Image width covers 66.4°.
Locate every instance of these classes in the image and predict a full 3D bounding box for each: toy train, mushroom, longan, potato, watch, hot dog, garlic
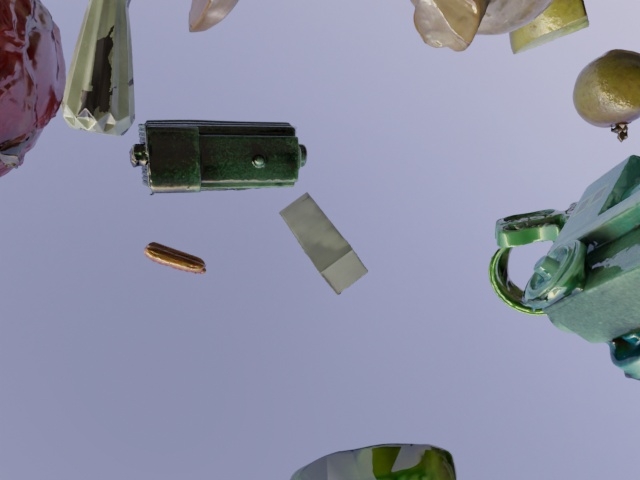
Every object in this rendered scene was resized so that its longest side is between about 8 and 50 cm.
[{"bbox_3d":[-0.177,-0.149,0.895,0.331,0.178,0.138,-3,-75,-15],"label":"toy train"},{"bbox_3d":[0.174,-0.310,0.570,0.204,0.204,0.204,7,-119,-12],"label":"mushroom"},{"bbox_3d":[0.567,-0.276,0.938,0.155,0.145,0.176,-19,-87,-47],"label":"longan"},{"bbox_3d":[0.344,-0.390,0.778,0.081,0.120,0.149,-7,-97,-56],"label":"potato"},{"bbox_3d":[0.337,0.032,0.726,0.131,0.165,0.151,-24,-76,-56],"label":"watch"},{"bbox_3d":[0.275,-0.016,0.353,0.120,0.298,0.194,36,-110,7],"label":"toy train"},{"bbox_3d":[-0.326,0.043,1.103,0.144,0.062,0.038,21,-77,-13],"label":"hot dog"},{"bbox_3d":[-0.230,-0.620,1.156,0.112,0.318,0.143,10,-129,-44],"label":"garlic"}]

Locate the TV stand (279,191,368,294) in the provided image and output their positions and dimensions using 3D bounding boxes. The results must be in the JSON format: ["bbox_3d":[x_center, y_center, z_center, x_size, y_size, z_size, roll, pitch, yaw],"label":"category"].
[{"bbox_3d":[0.000,0.000,1.084,0.088,0.082,0.269,-35,-143,0],"label":"TV stand"}]

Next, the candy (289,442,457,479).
[{"bbox_3d":[0.022,0.250,0.272,0.069,0.149,0.246,38,-136,-28],"label":"candy"}]

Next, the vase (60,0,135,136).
[{"bbox_3d":[-0.510,-0.435,1.156,0.165,0.165,0.360,8,-83,-11],"label":"vase"}]

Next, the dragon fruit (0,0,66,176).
[{"bbox_3d":[-0.318,-0.150,0.369,0.245,0.299,0.244,-4,-74,-15],"label":"dragon fruit"}]
